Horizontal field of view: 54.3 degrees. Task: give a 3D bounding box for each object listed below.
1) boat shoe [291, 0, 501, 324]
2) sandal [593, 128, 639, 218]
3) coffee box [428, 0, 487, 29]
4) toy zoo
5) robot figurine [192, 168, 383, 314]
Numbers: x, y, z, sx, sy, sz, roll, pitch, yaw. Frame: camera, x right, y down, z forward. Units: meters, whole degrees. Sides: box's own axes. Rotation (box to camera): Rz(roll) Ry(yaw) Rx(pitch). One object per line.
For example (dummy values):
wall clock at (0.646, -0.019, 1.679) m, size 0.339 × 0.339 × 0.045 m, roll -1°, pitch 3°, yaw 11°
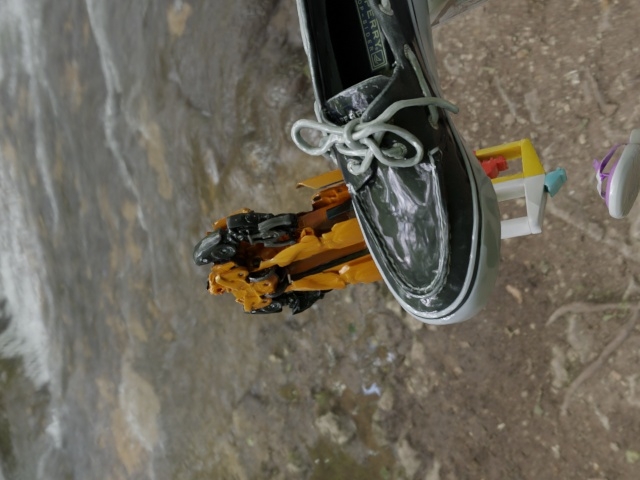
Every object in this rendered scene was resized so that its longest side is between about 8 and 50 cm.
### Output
boat shoe at (0.045, -0.086, 0.452) m, size 0.113 × 0.105 × 0.306 m, roll -11°, pitch 86°, yaw 38°
sandal at (0.695, -0.160, 1.465) m, size 0.102 × 0.416 × 0.169 m, roll 10°, pitch 113°, yaw 31°
coffee box at (0.173, -0.405, 0.464) m, size 0.334 × 0.338 × 0.337 m, roll -120°, pitch 5°, yaw -83°
toy zoo at (0.247, -0.073, 1.017) m, size 0.293 × 0.192 × 0.030 m, roll -12°, pitch 134°, yaw 24°
robot figurine at (0.000, 0.000, 0.729) m, size 0.211 × 0.291 × 0.085 m, roll 60°, pitch -165°, yaw -54°
